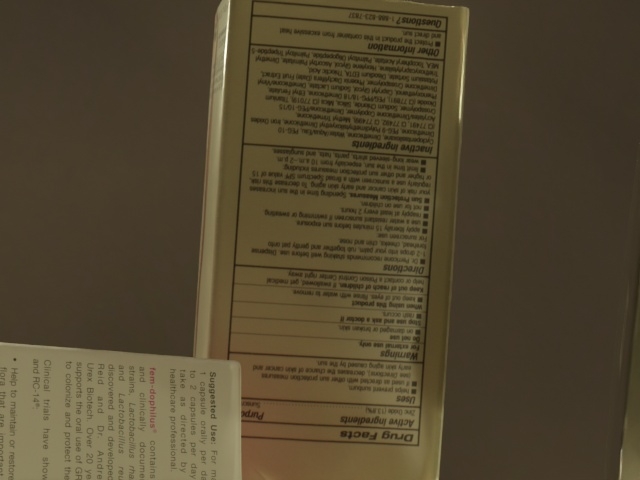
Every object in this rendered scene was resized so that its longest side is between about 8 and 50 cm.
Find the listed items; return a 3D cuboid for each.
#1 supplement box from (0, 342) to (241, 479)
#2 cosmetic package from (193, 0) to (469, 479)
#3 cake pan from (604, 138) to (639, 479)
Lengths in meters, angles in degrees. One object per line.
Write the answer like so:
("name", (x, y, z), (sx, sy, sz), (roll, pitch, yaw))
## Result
("supplement box", (-0.159, 0.116, 0.768), (0.111, 0.220, 0.114), (143, -52, -59))
("cosmetic package", (0.000, 0.000, 0.955), (0.153, 0.129, 0.296), (5, -90, -9))
("cake pan", (0.194, 0.052, 0.836), (0.054, 0.293, 0.293), (6, -101, 9))
